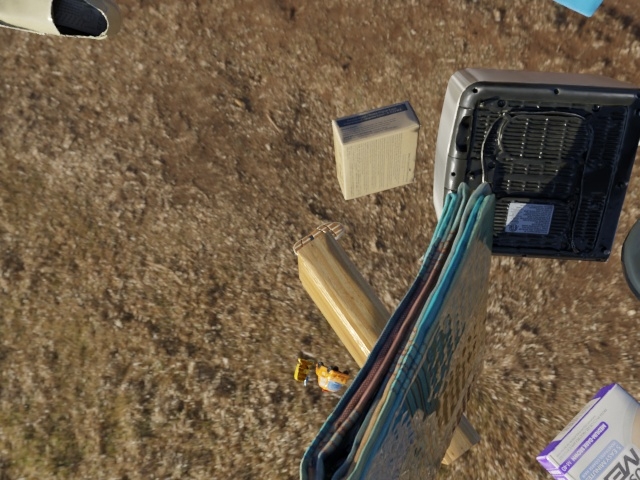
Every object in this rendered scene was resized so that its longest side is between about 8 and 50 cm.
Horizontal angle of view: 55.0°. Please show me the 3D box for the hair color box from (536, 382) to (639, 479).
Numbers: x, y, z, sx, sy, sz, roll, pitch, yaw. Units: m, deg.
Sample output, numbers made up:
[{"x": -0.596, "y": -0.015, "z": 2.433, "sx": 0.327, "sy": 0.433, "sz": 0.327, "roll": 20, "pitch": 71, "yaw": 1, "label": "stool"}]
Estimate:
[{"x": 0.561, "y": 0.430, "z": 1.028, "sx": 0.185, "sy": 0.110, "sz": 0.339, "roll": -43, "pitch": 70, "yaw": -8, "label": "hair color box"}]

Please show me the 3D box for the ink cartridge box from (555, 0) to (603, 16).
[{"x": 0.129, "y": -0.265, "z": 0.416, "sx": 0.134, "sy": 0.230, "sz": 0.078, "roll": -59, "pitch": 30, "yaw": 36, "label": "ink cartridge box"}]

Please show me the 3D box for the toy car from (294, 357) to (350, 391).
[{"x": -0.010, "y": 0.196, "z": 0.893, "sx": 0.060, "sy": 0.122, "sz": 0.041, "roll": 10, "pitch": 80, "yaw": 45, "label": "toy car"}]

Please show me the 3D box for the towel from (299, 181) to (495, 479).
[{"x": 0.092, "y": 0.155, "z": 0.571, "sx": 0.040, "sy": 0.370, "sz": 0.272, "roll": 21, "pitch": 64, "yaw": 24, "label": "towel"}]

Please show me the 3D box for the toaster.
[{"x": 0.190, "y": -0.072, "z": 0.589, "sx": 0.185, "sy": 0.110, "sz": 0.168, "roll": 3, "pitch": 114, "yaw": 2, "label": "toaster"}]

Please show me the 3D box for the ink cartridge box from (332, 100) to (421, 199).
[{"x": 0.136, "y": -0.217, "z": 1.515, "sx": 0.193, "sy": 0.235, "sz": 0.088, "roll": -16, "pitch": 60, "yaw": -5, "label": "ink cartridge box"}]

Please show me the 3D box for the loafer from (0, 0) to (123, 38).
[{"x": -0.492, "y": -0.421, "z": 1.099, "sx": 0.268, "sy": 0.092, "sz": 0.102, "roll": 2, "pitch": 113, "yaw": -21, "label": "loafer"}]

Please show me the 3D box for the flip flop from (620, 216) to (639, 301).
[{"x": 0.354, "y": -0.024, "z": 0.428, "sx": 0.277, "sy": 0.080, "sz": 0.112, "roll": -18, "pitch": 61, "yaw": 23, "label": "flip flop"}]

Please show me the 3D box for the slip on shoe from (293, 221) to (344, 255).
[{"x": 0.000, "y": 0.000, "z": 1.495, "sx": 0.135, "sy": 0.041, "sz": 0.051, "roll": -32, "pitch": 65, "yaw": 8, "label": "slip on shoe"}]

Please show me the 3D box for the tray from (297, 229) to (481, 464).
[{"x": 0.101, "y": 0.191, "z": 1.079, "sx": 0.076, "sy": 0.203, "sz": 0.411, "roll": -34, "pitch": 76, "yaw": -10, "label": "tray"}]
